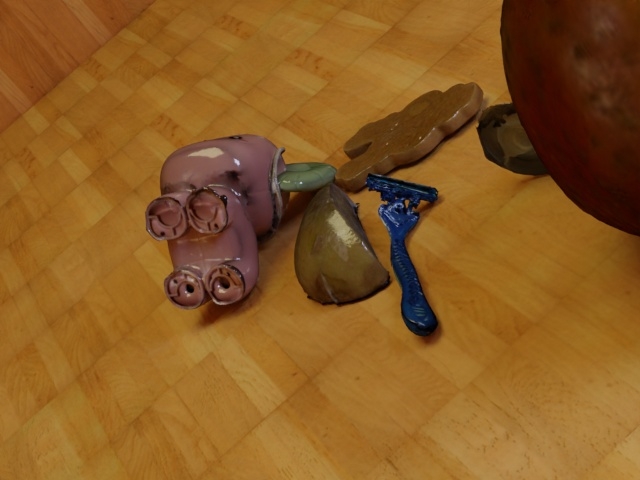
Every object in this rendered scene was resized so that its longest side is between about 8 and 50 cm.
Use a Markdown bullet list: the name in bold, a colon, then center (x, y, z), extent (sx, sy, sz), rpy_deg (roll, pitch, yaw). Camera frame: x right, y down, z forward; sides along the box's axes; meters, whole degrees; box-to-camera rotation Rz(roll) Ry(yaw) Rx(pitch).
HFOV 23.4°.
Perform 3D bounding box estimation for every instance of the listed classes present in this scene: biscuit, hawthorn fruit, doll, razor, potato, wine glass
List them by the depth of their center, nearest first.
- **hawthorn fruit**: center (0.354, -0.214, 1.483), extent (0.403, 0.403, 0.403), rpy_deg (-32, 25, 17)
- **razor**: center (0.106, 0.027, 1.864), extent (0.324, 0.093, 0.056), rpy_deg (-94, 17, -57)
- **wine glass**: center (0.285, -0.199, 1.902), extent (0.126, 0.126, 0.241), rpy_deg (-15, 37, 44)
- **potato**: center (-0.002, -0.002, 1.999), extent (0.120, 0.100, 0.261), rpy_deg (-36, 24, 6)
- **biscuit**: center (0.126, -0.151, 2.159), extent (0.236, 0.040, 0.144), rpy_deg (-24, 35, 28)
- **doll**: center (-0.127, -0.044, 2.199), extent (0.284, 0.216, 0.268), rpy_deg (-7, 13, 27)
